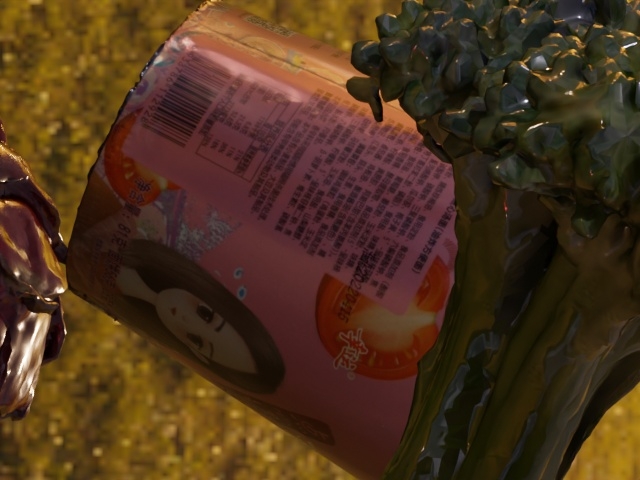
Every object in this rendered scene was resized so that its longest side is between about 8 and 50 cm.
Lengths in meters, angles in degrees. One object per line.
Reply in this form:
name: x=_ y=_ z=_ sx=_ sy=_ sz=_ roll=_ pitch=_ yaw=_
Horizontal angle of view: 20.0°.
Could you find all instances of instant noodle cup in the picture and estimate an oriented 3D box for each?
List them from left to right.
instant noodle cup: x=0.000 y=0.000 z=1.026 sx=0.243 sy=0.231 sz=0.243 roll=-61 pitch=171 yaw=-16

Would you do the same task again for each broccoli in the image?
broccoli: x=0.036 y=0.041 z=0.375 sx=0.204 sy=0.118 sz=0.122 roll=-62 pitch=157 yaw=-9

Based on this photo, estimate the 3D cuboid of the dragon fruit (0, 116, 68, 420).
dragon fruit: x=-0.337 y=0.019 z=1.312 sx=0.329 sy=0.329 sz=0.329 roll=-1 pitch=90 yaw=-70
